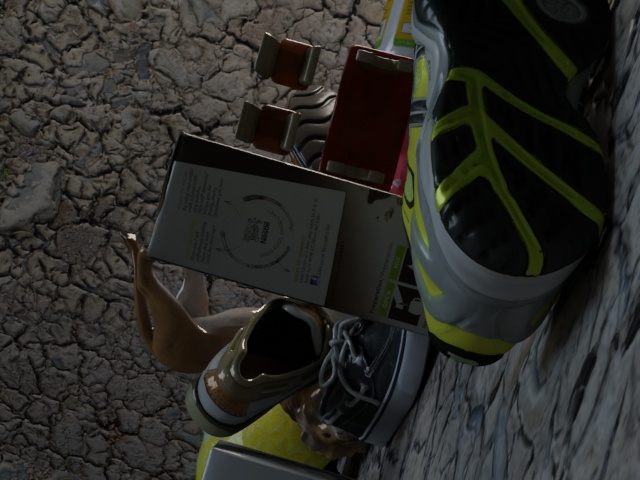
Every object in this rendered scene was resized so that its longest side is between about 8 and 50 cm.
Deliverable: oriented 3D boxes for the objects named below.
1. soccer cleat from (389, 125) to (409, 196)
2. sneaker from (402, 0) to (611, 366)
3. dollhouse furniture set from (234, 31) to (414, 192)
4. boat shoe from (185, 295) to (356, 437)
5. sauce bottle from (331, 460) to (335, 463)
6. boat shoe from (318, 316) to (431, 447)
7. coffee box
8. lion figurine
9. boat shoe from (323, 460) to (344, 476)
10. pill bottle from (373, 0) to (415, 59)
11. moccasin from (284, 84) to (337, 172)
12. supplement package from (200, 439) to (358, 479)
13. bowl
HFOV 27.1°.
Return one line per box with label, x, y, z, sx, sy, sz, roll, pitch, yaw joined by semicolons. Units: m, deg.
soccer cleat;0.131;-0.105;1.876;0.095;0.083;0.248;100;-178;-55
sneaker;0.113;-0.082;0.921;0.384;0.145;0.147;-73;1;-46
dollhouse furniture set;0.040;-0.079;1.437;0.135;0.262;0.259;-40;-34;-88
boat shoe;-0.028;0.116;1.541;0.302;0.113;0.103;-43;-3;-46
sauce bottle;0.029;0.295;2.135;0.042;0.042;0.128;-91;15;-86
boat shoe;0.057;0.132;1.468;0.306;0.105;0.113;108;177;-62
coffee box;0.000;0.000;1.241;0.168;0.297;0.119;174;112;-88
lion figurine;-0.100;0.135;1.758;0.142;0.392;0.240;-48;-28;-67
boat shoe;-0.002;0.356;1.887;0.081;0.068;0.228;-41;2;1
pill bottle;0.166;-0.341;1.865;0.136;0.136;0.245;113;173;-79
moccasin;0.036;-0.105;2.286;0.380;0.139;0.147;61;169;26
supplement package;-0.051;0.343;1.451;0.262;0.198;0.199;114;173;-83
bowl;-0.086;0.279;1.914;0.289;0.156;0.289;-42;2;1
